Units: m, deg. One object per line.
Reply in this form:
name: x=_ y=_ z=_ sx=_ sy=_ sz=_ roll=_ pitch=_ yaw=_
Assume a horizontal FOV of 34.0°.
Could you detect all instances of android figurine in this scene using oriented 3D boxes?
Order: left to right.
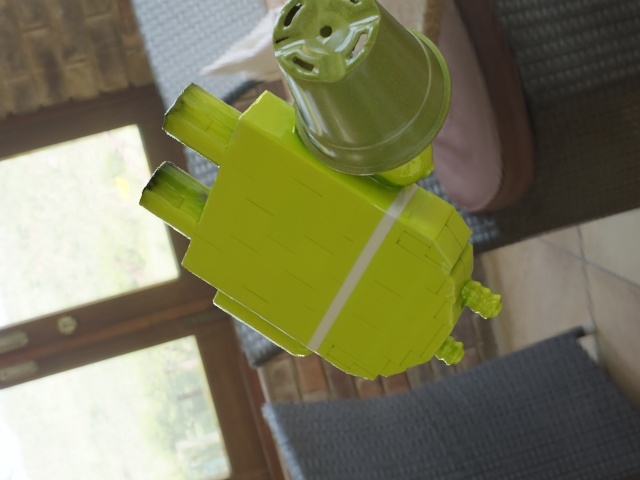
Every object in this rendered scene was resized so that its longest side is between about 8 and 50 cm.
android figurine: x=0.000 y=0.000 z=0.765 sx=0.056 sy=0.273 sz=0.248 roll=-55 pitch=-6 yaw=-45

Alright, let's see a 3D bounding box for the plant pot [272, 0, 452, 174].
plant pot: x=0.013 y=-0.083 z=0.498 sx=0.079 sy=0.083 sz=0.083 roll=39 pitch=-151 yaw=-65
